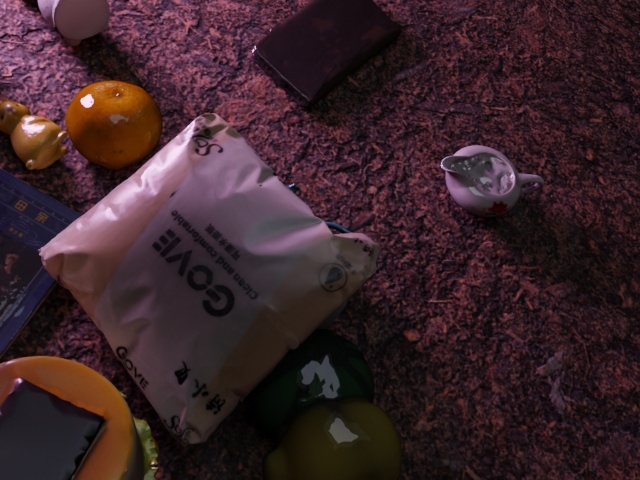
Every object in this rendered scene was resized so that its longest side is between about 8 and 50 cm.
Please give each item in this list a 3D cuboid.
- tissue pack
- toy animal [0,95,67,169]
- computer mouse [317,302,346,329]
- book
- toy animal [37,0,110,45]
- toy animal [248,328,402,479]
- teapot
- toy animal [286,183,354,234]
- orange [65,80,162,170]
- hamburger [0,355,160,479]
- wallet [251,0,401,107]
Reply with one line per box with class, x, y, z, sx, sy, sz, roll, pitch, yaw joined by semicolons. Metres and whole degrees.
tissue pack;-0.164;0.042;1.390;0.375;0.195;0.390;43;85;17
toy animal;-0.484;-0.183;1.539;0.159;0.070;0.083;42;57;11
computer mouse;-0.076;0.023;1.537;0.288;0.159;0.097;43;25;13
book;-0.484;0.029;1.439;0.191;0.025;0.269;31;56;-2
toy animal;-0.457;-0.427;1.684;0.104;0.131;0.221;-45;54;-3
toy animal;0.016;0.278;1.393;0.216;0.191;0.338;-8;65;-25
teapot;0.309;-0.108;1.789;0.226;0.092;0.145;2;64;-22
toy animal;0.000;0.000;1.605;0.103;0.100;0.208;-38;74;1
orange;-0.335;-0.185;1.565;0.155;0.134;0.154;9;37;-7
hamburger;-0.364;0.292;1.247;0.294;0.179;0.276;25;53;-3
wallet;0.013;-0.384;1.860;0.165;0.042;0.309;43;57;4
